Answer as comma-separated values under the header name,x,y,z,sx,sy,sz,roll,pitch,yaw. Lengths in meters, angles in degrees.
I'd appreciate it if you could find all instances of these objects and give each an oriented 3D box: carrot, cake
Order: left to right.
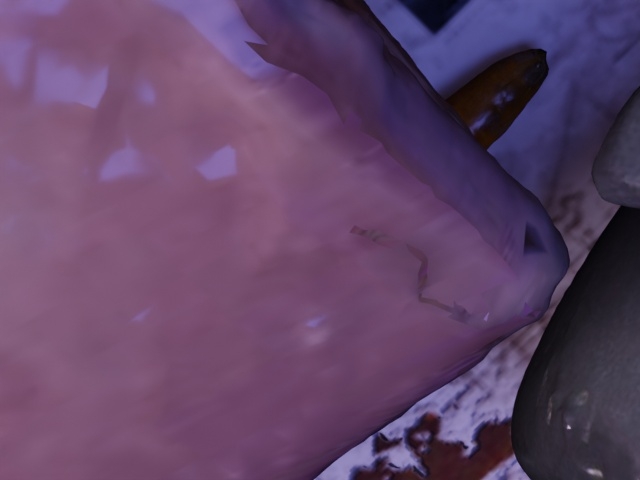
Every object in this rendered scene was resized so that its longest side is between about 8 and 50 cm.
name,x,y,z,sx,sy,sz,roll,pitch,yaw
cake,-0.114,-0.012,0.582,0.309,0.237,0.230,-36,119,7
carrot,0.000,0.000,0.727,0.257,0.061,0.061,-42,119,-3

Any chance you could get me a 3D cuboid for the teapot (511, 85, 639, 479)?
name,x,y,z,sx,sy,sz,roll,pitch,yaw
teapot,0.191,-0.013,0.655,0.305,0.223,0.285,25,84,-25
